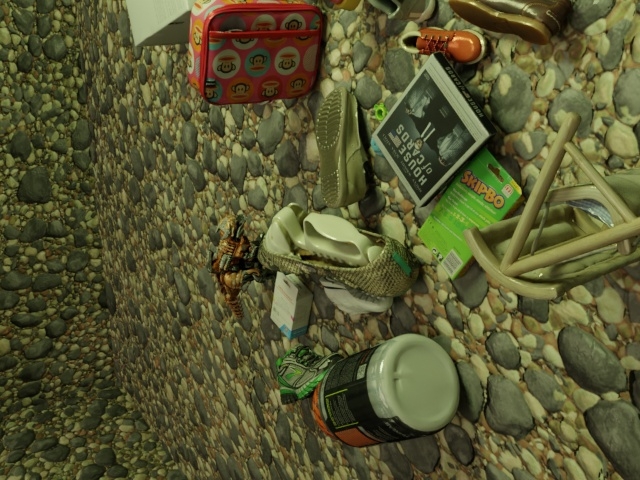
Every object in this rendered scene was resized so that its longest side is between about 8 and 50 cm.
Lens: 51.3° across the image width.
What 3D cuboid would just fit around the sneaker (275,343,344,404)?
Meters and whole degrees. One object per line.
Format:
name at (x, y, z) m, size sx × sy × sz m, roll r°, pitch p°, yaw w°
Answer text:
sneaker at (-0.041, 0.345, 1.778) m, size 0.343 × 0.134 × 0.146 m, roll -34°, pitch 74°, yaw 56°

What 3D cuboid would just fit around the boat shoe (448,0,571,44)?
boat shoe at (0.296, -0.367, 1.049) m, size 0.207 × 0.073 × 0.073 m, roll 36°, pitch 94°, yaw 40°

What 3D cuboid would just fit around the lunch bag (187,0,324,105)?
lunch bag at (-0.140, -0.438, 1.460) m, size 0.120 × 0.293 × 0.258 m, roll 49°, pitch 140°, yaw 41°

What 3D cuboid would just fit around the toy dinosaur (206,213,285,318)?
toy dinosaur at (-0.224, 0.068, 1.859) m, size 0.164 × 0.218 × 0.322 m, roll 53°, pitch 141°, yaw 28°

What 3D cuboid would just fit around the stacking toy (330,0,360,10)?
stacking toy at (-0.016, -0.616, 1.277) m, size 0.309 × 0.130 × 0.280 m, roll -120°, pitch 32°, yaw -48°

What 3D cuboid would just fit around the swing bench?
swing bench at (0.376, -0.040, 0.885) m, size 0.165 × 0.253 × 0.255 m, roll 59°, pitch 144°, yaw 22°

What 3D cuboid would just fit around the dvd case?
dvd case at (0.197, -0.192, 1.206) m, size 0.179 × 0.029 × 0.239 m, roll 59°, pitch 145°, yaw 15°

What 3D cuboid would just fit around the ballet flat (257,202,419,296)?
ballet flat at (0.000, 0.000, 1.492) m, size 0.482 × 0.164 × 0.182 m, roll 13°, pitch 151°, yaw 44°

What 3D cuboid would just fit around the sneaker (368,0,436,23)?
sneaker at (0.121, -0.499, 1.186) m, size 0.086 × 0.132 × 0.229 m, roll -20°, pitch 86°, yaw 57°

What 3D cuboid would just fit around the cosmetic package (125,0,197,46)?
cosmetic package at (-0.345, -0.633, 1.758) m, size 0.385 × 0.217 × 0.156 m, roll -1°, pitch 102°, yaw 58°

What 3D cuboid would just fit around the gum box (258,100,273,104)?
gum box at (-0.170, -0.448, 1.707) m, size 0.107 × 0.062 × 0.188 m, roll 35°, pitch 130°, yaw 45°

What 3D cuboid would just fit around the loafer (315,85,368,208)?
loafer at (0.051, -0.200, 1.461) m, size 0.102 × 0.092 × 0.269 m, roll -3°, pitch 84°, yaw 52°

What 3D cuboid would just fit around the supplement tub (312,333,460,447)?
supplement tub at (0.128, 0.338, 1.456) m, size 0.338 × 0.207 × 0.207 m, roll -36°, pitch 73°, yaw 55°

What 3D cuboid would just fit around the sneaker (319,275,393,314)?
sneaker at (0.093, 0.132, 1.551) m, size 0.235 × 0.090 × 0.095 m, roll 18°, pitch 130°, yaw 56°

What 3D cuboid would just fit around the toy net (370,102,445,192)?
toy net at (0.182, -0.179, 1.314) m, size 0.232 × 0.045 × 0.122 m, roll 43°, pitch 134°, yaw 37°

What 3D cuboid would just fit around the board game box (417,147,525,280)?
board game box at (0.276, -0.050, 1.232) m, size 0.124 × 0.039 × 0.259 m, roll 56°, pitch 146°, yaw 25°

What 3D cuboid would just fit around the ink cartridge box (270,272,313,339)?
ink cartridge box at (-0.077, 0.166, 1.823) m, size 0.104 × 0.061 × 0.181 m, roll 43°, pitch 136°, yaw 38°

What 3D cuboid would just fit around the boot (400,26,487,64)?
boot at (0.213, -0.339, 1.163) m, size 0.158 × 0.084 × 0.059 m, roll 27°, pitch 123°, yaw 47°
